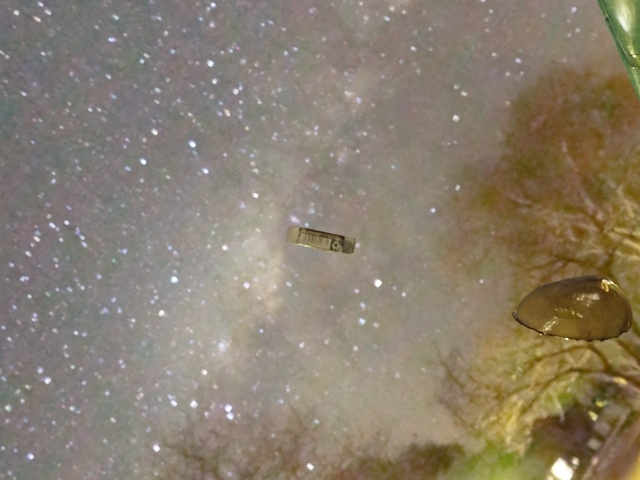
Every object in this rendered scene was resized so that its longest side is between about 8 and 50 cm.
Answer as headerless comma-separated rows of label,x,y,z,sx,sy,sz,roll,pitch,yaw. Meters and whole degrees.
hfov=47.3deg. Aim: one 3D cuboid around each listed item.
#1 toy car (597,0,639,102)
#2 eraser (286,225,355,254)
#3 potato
toy car,0.375,-0.279,0.799,0.321,0.141,0.097,53,-128,-26
eraser,0.000,0.000,1.035,0.019,0.099,0.027,54,-133,-82
potato,0.542,0.135,1.500,0.120,0.261,0.100,-107,19,-65
